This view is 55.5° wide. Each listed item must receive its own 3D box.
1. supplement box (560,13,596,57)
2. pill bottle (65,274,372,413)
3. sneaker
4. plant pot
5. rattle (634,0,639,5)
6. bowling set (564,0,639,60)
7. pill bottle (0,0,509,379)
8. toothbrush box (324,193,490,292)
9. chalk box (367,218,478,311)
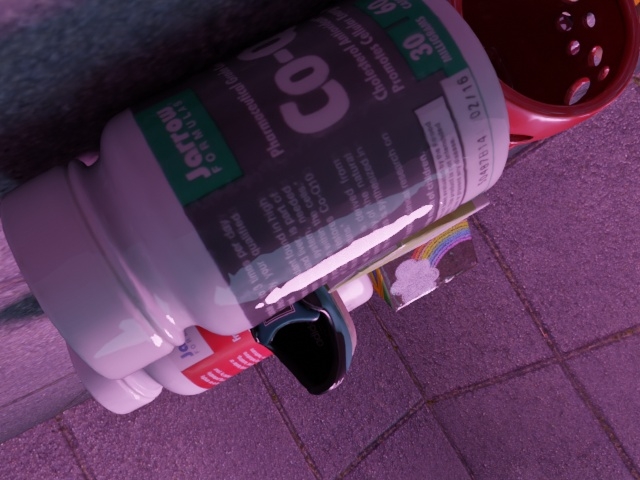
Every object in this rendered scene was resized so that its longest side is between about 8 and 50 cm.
[{"bbox_3d":[0.384,-0.311,1.025,0.130,0.073,0.239,-35,173,31],"label":"supplement box"},{"bbox_3d":[-0.148,0.080,0.896,0.408,0.229,0.229,-30,173,2],"label":"pill bottle"},{"bbox_3d":[-0.049,0.044,0.711,0.108,0.302,0.121,-30,-169,13],"label":"sneaker"},{"bbox_3d":[0.182,-0.181,0.608,0.191,0.191,0.174,-29,176,-16],"label":"plant pot"},{"bbox_3d":[0.590,-0.452,1.077,0.200,0.142,0.130,-44,-150,-17],"label":"rattle"},{"bbox_3d":[0.400,-0.308,0.719,0.199,0.287,0.154,-63,-175,-8],"label":"bowling set"},{"bbox_3d":[-0.047,-0.049,0.508,0.361,0.204,0.204,-30,173,-9],"label":"pill bottle"},{"bbox_3d":[0.071,-0.082,0.769,0.122,0.206,0.283,-36,172,36],"label":"toothbrush box"},{"bbox_3d":[0.122,-0.065,1.033,0.180,0.289,0.179,-28,-149,-9],"label":"chalk box"}]
